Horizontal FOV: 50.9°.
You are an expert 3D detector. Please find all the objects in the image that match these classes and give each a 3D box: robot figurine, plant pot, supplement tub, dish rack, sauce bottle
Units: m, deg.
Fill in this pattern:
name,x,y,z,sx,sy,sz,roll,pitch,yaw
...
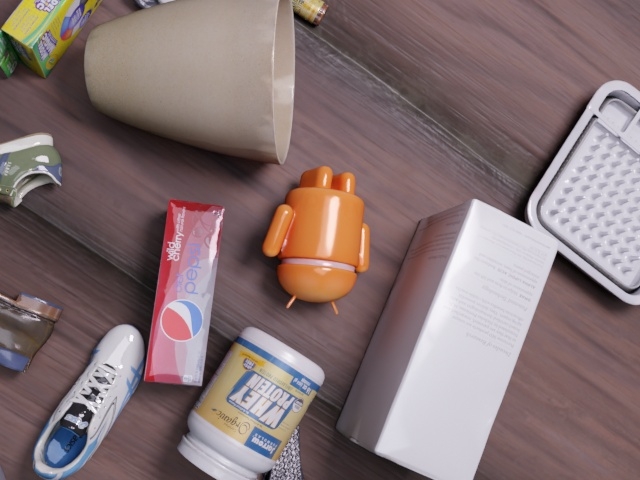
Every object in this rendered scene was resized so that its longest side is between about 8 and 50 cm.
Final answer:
name,x,y,z,sx,sy,sz,roll,pitch,yaw
robot figurine,-0.002,0.000,1.033,0.128,0.158,0.219,3,82,20
plant pot,-0.185,-0.245,0.977,0.274,0.256,0.256,3,82,3
supplement tub,-0.100,0.241,0.972,0.144,0.144,0.199,33,77,-7
dish rack,0.523,-0.082,1.192,0.286,0.072,0.332,37,77,-7
sauce bottle,-0.049,-0.404,1.113,0.128,0.042,0.042,29,78,-6

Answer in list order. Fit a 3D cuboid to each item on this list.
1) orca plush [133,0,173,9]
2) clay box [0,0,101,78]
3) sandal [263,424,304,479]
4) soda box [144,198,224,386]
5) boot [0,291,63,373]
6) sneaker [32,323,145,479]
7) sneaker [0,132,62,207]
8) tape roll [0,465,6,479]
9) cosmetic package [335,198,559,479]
name,x,y,z,sx,sy,sz,roll,pitch,yaw
orca plush,-0.253,-0.446,1.057,0.287,0.102,0.151,31,114,-11
clay box,-0.385,-0.332,0.982,0.053,0.127,0.222,31,78,-9
sandal,-0.058,0.355,1.028,0.067,0.040,0.179,7,67,-18
soda box,-0.201,0.077,0.995,0.084,0.092,0.263,7,82,-11
boot,-0.485,0.105,0.932,0.219,0.082,0.106,20,77,-12
sneaker,-0.322,0.229,0.954,0.085,0.086,0.237,29,77,-7
sneaker,-0.466,-0.085,0.966,0.192,0.064,0.086,-23,84,-18
tape roll,-0.540,0.362,0.894,0.219,0.072,0.219,1,84,-13
cosmetic package,0.182,0.150,1.014,0.156,0.217,0.384,24,80,-9
